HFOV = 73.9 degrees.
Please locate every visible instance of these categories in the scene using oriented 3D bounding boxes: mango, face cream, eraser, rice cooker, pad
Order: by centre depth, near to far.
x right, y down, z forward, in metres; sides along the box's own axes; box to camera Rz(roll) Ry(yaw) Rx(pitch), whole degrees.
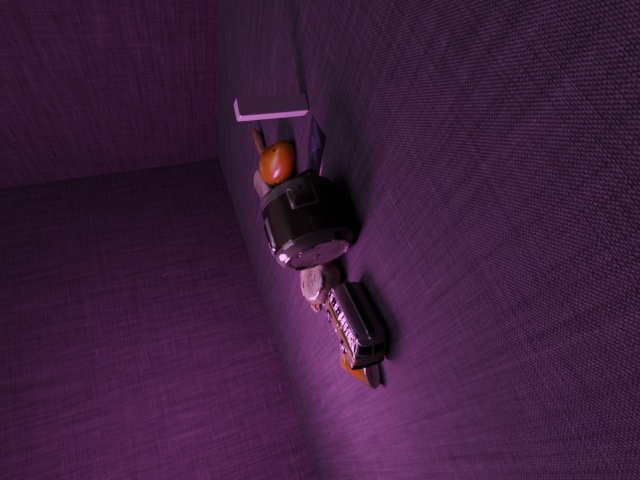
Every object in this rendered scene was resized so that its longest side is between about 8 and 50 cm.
[{"bbox_3d":[-0.063,-0.079,1.658,0.335,0.336,0.324,119,135,-62],"label":"rice cooker"},{"bbox_3d":[-0.206,-0.561,1.790,0.076,0.299,0.078,178,82,-71],"label":"eraser"},{"bbox_3d":[0.158,0.520,1.799,0.285,0.068,0.139,175,86,-71],"label":"face cream"},{"bbox_3d":[-0.023,-0.391,1.831,0.242,0.004,0.163,99,152,-47],"label":"pad"},{"bbox_3d":[-0.212,-0.388,2.153,0.290,0.160,0.190,131,131,-55],"label":"mango"},{"bbox_3d":[-0.328,-0.285,2.632,0.348,0.082,0.173,-121,26,-43],"label":"face cream"}]

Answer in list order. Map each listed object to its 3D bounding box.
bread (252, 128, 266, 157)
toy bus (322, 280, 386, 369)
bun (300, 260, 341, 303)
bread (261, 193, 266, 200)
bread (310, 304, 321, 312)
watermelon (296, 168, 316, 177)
[{"bbox_3d":[-0.362,-0.582,2.585,0.073,0.053,0.214,137,116,-73],"label":"bread"},{"bbox_3d":[0.137,0.312,1.619,0.178,0.143,0.305,103,150,-47],"label":"toy bus"},{"bbox_3d":[0.004,0.170,1.890,0.239,0.142,0.238,-34,50,54],"label":"bun"},{"bbox_3d":[-0.197,-0.078,2.138,0.235,0.183,0.388,95,158,-46],"label":"bread"},{"bbox_3d":[-0.034,0.282,2.215,0.154,0.054,0.135,61,152,32],"label":"bread"},{"bbox_3d":[-0.073,-0.268,1.932,0.181,0.075,0.091,156,96,-71],"label":"watermelon"}]
